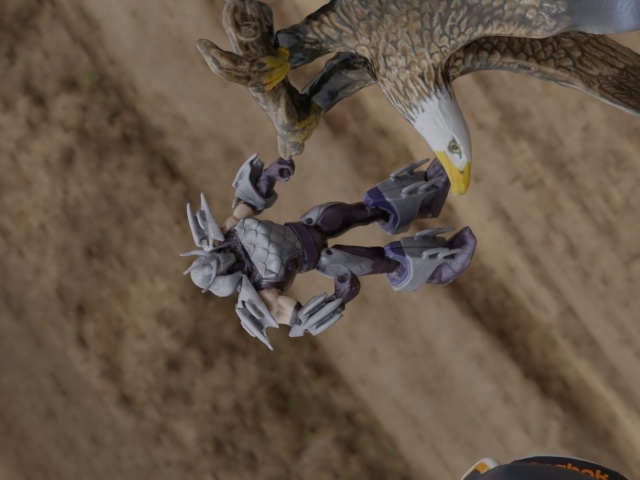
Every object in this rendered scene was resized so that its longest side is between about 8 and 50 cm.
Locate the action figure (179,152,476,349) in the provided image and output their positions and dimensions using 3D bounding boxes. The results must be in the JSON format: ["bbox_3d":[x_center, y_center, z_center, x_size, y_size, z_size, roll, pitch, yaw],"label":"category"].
[{"bbox_3d":[0.000,0.000,1.558,0.185,0.285,0.099,66,147,20],"label":"action figure"}]

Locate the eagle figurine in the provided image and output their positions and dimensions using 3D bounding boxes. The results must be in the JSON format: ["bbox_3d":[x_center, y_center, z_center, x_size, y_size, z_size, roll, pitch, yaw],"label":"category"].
[{"bbox_3d":[0.091,-0.142,1.153,0.226,0.298,0.225,-85,-27,-69],"label":"eagle figurine"}]

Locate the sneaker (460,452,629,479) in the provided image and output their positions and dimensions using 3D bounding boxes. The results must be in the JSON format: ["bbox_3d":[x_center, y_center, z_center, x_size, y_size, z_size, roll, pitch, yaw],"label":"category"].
[{"bbox_3d":[0.098,0.163,0.785,0.126,0.128,0.321,11,178,10],"label":"sneaker"}]
